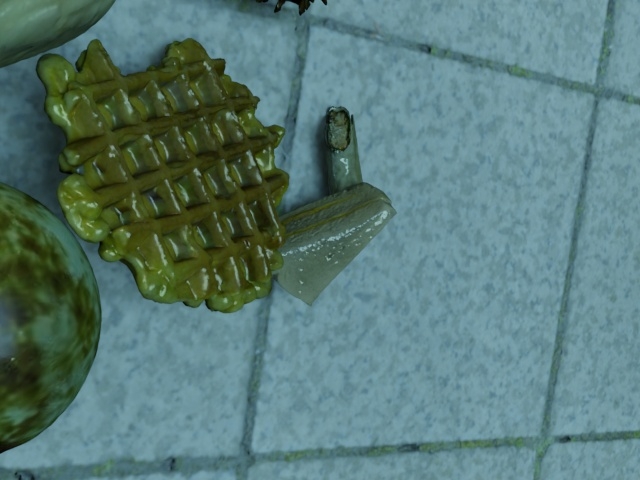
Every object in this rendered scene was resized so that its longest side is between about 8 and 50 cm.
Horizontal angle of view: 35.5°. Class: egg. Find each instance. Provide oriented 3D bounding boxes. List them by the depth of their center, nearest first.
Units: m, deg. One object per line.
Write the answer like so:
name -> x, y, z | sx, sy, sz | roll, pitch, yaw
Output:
egg -> -0.323, 0.062, 0.800 | 0.290, 0.238, 0.238 | 1, 98, -19

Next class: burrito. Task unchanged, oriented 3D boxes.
burrito -> 0.026, -0.076, 1.133 | 0.041, 0.055, 0.149 | -7, 106, -3

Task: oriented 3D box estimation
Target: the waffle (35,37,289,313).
waffle -> -0.129, -0.072, 0.939 | 0.301, 0.058, 0.281 | 11, 63, -52

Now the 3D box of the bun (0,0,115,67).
bun -> -0.275, -0.295, 0.748 | 0.361, 0.213, 0.360 | 8, 90, -76

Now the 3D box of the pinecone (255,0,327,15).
pinecone -> -0.038, -0.297, 1.006 | 0.121, 0.140, 0.140 | 2, 99, -3

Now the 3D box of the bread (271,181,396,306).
bread -> -0.009, -0.015, 1.072 | 0.105, 0.077, 0.152 | 35, 100, -36
